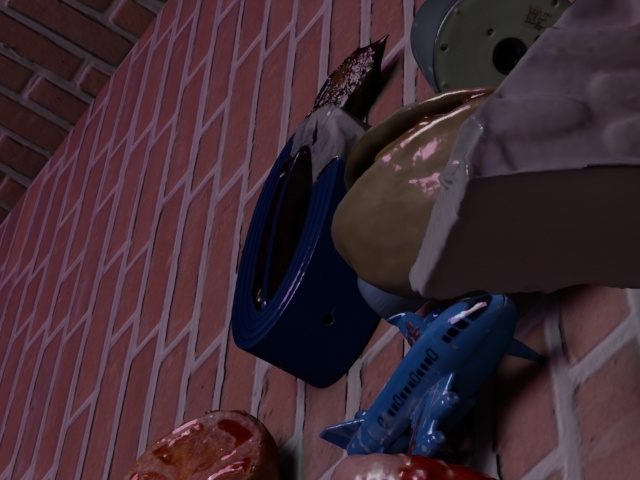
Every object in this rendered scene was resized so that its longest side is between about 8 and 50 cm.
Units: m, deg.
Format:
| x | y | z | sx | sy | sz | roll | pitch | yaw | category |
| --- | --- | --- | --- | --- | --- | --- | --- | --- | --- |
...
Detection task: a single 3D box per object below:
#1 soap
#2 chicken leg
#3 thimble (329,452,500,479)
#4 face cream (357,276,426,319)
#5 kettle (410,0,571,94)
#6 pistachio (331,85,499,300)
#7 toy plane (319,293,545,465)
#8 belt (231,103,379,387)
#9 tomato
| x | y | z | sx | sy | sz | roll | pitch | yaw | category |
| --- | --- | --- | --- | --- | --- | --- | --- | --- | --- |
| 0.185 | -0.113 | 1.229 | 0.159 | 0.258 | 0.302 | 96 | 168 | -53 | soap |
| 0.021 | -0.172 | 2.117 | 0.234 | 0.063 | 0.105 | -60 | 24 | -2 | chicken leg |
| 0.083 | 0.245 | 1.190 | 0.163 | 0.189 | 0.125 | -34 | 34 | 57 | thimble |
| 0.184 | -0.064 | 1.548 | 0.385 | 0.086 | 0.135 | -45 | 34 | 24 | face cream |
| 0.171 | -0.179 | 1.690 | 0.243 | 0.160 | 0.210 | -125 | 38 | -76 | kettle |
| 0.140 | -0.045 | 1.419 | 0.288 | 0.197 | 0.166 | -15 | 38 | 23 | pistachio |
| 0.099 | 0.137 | 1.433 | 0.271 | 0.105 | 0.254 | -43 | 26 | 37 | toy plane |
| 0.000 | 0.000 | 1.848 | 0.212 | 0.117 | 0.347 | -43 | 26 | 43 | belt |
| -0.132 | 0.301 | 1.748 | 0.237 | 0.095 | 0.237 | -31 | 27 | 18 | tomato |
